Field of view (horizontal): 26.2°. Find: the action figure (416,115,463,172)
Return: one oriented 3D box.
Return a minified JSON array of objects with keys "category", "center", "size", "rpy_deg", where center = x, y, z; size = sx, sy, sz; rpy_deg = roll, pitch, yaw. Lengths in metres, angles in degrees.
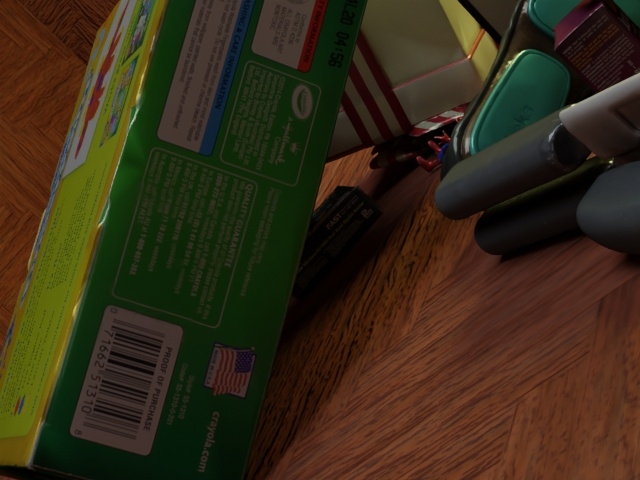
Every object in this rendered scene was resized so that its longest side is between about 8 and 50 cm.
[{"category":"action figure","center":[0.128,-0.097,1.256],"size":[0.038,0.030,0.115],"rpy_deg":[-47,10,-32]}]

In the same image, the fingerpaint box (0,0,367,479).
[{"category":"fingerpaint box","center":[-0.136,-0.005,1.152],"size":[0.371,0.163,0.444],"rpy_deg":[157,130,-67]}]

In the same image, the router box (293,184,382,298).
[{"category":"router box","center":[0.000,0.000,1.373],"size":[0.122,0.038,0.092],"rpy_deg":[-48,9,-5]}]

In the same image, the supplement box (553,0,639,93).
[{"category":"supplement box","center":[0.192,-0.114,0.879],"size":[0.043,0.083,0.055],"rpy_deg":[-43,11,23]}]

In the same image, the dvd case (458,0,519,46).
[{"category":"dvd case","center":[0.219,-0.292,1.208],"size":[0.253,0.180,0.022],"rpy_deg":[-46,20,2]}]

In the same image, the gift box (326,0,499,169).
[{"category":"gift box","center":[0.070,-0.230,1.405],"size":[0.276,0.258,0.255],"rpy_deg":[-17,22,30]}]

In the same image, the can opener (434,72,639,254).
[{"category":"can opener","center":[0.142,-0.034,0.793],"size":[0.093,0.074,0.280],"rpy_deg":[-50,10,-17]}]

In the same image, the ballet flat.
[{"category":"ballet flat","center":[0.168,-0.130,1.041],"size":[0.280,0.095,0.096],"rpy_deg":[-51,-1,-25]}]
